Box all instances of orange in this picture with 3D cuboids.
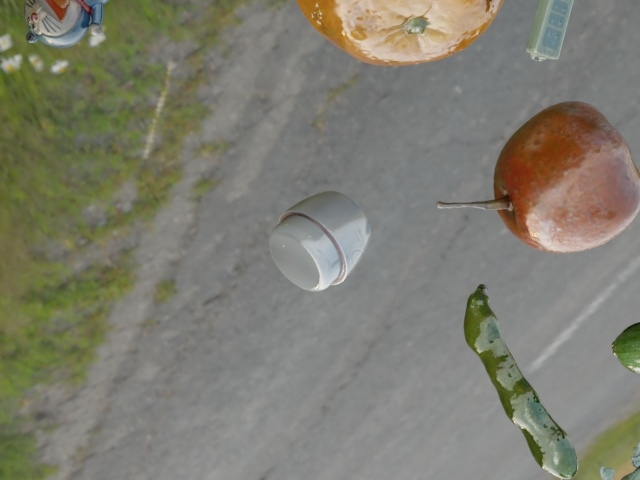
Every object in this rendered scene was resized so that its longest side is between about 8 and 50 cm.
[{"bbox_3d":[0.103,-0.354,1.508,0.283,0.226,0.284,-2,153,-1],"label":"orange"}]

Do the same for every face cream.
[{"bbox_3d":[0.000,0.000,1.528,0.104,0.117,0.117,-41,165,-32],"label":"face cream"}]

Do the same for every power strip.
[{"bbox_3d":[0.197,-0.193,0.999,0.027,0.017,0.083,11,97,-30],"label":"power strip"}]

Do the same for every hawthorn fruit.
[{"bbox_3d":[0.384,-0.080,1.846,0.231,0.235,0.263,23,102,-54],"label":"hawthorn fruit"}]

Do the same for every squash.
[{"bbox_3d":[0.429,0.126,1.334,0.077,0.068,0.219,-25,-163,-33],"label":"squash"}]

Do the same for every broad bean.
[{"bbox_3d":[0.234,0.175,1.415,0.052,0.256,0.052,-25,173,-21],"label":"broad bean"}]

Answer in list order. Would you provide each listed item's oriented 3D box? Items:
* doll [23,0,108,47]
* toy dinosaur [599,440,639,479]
[{"bbox_3d":[-0.320,-0.306,1.515,0.152,0.114,0.085,-38,170,5],"label":"doll"},{"bbox_3d":[0.379,0.330,1.462,0.242,0.053,0.167,20,88,-42],"label":"toy dinosaur"}]
